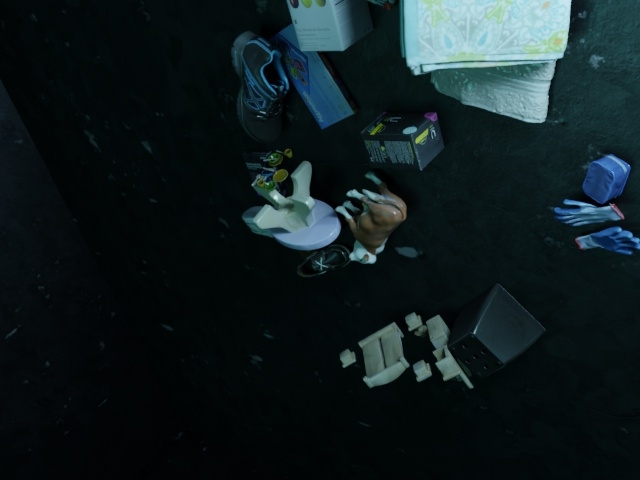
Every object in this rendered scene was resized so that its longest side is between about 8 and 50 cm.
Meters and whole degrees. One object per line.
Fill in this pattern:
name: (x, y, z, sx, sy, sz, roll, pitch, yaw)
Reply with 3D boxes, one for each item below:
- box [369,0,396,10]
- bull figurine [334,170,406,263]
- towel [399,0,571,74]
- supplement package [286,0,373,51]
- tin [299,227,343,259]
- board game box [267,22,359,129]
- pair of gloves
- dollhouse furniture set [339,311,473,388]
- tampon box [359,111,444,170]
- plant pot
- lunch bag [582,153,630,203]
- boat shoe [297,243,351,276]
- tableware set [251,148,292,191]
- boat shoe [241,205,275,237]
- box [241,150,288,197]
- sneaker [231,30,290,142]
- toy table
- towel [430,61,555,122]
box: (0.142, -0.583, 1.600, 0.094, 0.027, 0.137, 21, 144, -8)
bull figurine: (0.139, -0.056, 2.069, 0.188, 0.101, 0.310, 45, 144, 5)
towel: (0.306, -0.503, 1.363, 0.320, 0.090, 0.375, -3, 122, 6)
supplement package: (0.009, -0.578, 1.677, 0.139, 0.134, 0.244, 10, 131, 39)
tin: (0.000, 0.000, 2.259, 0.040, 0.106, 0.189, 55, 143, 2)
board game box: (-0.021, -0.439, 1.930, 0.145, 0.027, 0.281, -16, 112, 50)
pair of gloves: (0.621, -0.028, 1.631, 0.198, 0.023, 0.159, 42, 153, -28)
dollhouse furniture set: (0.252, 0.401, 2.170, 0.355, 0.303, 0.174, -31, 113, 14)
tampon box: (0.203, -0.249, 1.804, 0.161, 0.120, 0.101, 8, 130, 40)
plant pot: (0.462, 0.266, 1.994, 0.187, 0.167, 0.188, 45, 145, 3)
lunch bag: (0.613, -0.130, 1.552, 0.067, 0.065, 0.098, 47, 147, 36)
boat shoe: (0.013, 0.072, 2.338, 0.233, 0.079, 0.084, -17, 109, 49)
tableware set: (-0.137, -0.212, 2.158, 0.104, 0.154, 0.024, 20, 155, 35)
boat shoe: (-0.154, -0.052, 2.374, 0.267, 0.096, 0.088, 4, 130, 45)
box: (-0.177, -0.208, 2.303, 0.116, 0.029, 0.162, 7, 127, 41)
sneaker: (-0.154, -0.397, 1.994, 0.139, 0.125, 0.341, 30, 148, 33)
toy table: (-0.079, -0.095, 2.159, 0.274, 0.252, 0.161, 7, 145, 37)
towel: (0.369, -0.376, 1.581, 0.282, 0.049, 0.187, 24, 139, 28)
